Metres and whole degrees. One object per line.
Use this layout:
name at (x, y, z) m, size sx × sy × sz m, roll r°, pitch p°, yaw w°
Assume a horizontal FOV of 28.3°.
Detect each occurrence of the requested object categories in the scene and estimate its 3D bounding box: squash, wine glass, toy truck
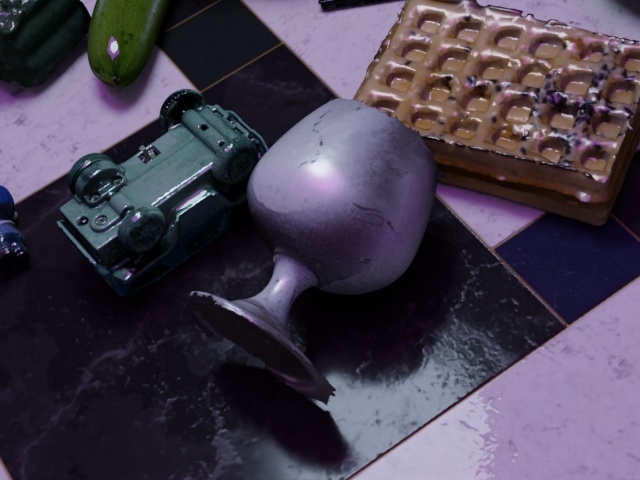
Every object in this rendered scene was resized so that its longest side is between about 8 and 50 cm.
squash at (-0.278, -0.382, 1.947) m, size 0.107 × 0.107 × 0.395 m, roll 4°, pitch 55°, yaw 15°
wine glass at (0.000, 0.000, 1.536) m, size 0.238 × 0.238 × 0.323 m, roll 24°, pitch 71°, yaw 26°
toy truck at (-0.201, -0.064, 1.665) m, size 0.279 × 0.156 × 0.155 m, roll -37°, pitch 55°, yaw -16°

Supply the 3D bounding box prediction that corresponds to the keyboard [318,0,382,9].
keyboard at (0.110, -0.391, 1.922) m, size 0.231 × 0.023 × 0.072 m, roll -7°, pitch 46°, yaw 7°

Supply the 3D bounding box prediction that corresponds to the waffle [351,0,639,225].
waffle at (0.241, -0.178, 1.679) m, size 0.376 × 0.114 × 0.261 m, roll 18°, pitch 59°, yaw 23°

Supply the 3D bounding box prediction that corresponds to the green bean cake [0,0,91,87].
green bean cake at (-0.528, -0.399, 1.888) m, size 0.300 × 0.307 × 0.169 m, roll 26°, pitch 65°, yaw 29°

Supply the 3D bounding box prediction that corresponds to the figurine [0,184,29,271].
figurine at (-0.444, -0.023, 1.741) m, size 0.077 × 0.079 × 0.136 m, roll -1°, pitch 33°, yaw -42°
